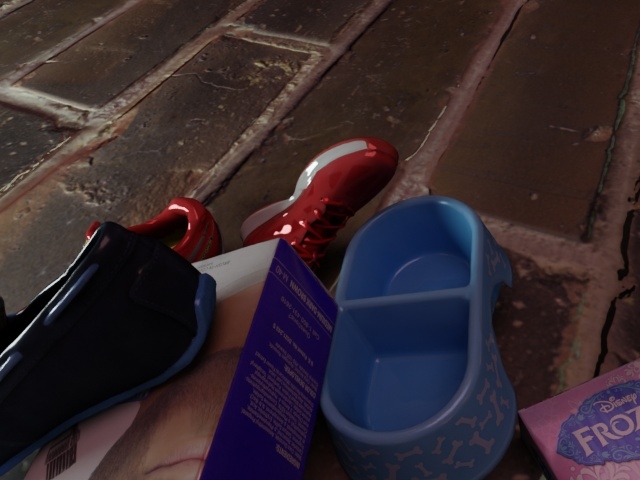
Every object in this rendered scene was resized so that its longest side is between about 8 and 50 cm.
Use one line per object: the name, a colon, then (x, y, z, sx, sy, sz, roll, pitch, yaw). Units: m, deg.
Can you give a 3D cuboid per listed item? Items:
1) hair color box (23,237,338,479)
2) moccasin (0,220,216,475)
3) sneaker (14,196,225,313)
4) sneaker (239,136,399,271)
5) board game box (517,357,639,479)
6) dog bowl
hair color box: (-0.114, 0.167, 0.412, 0.185, 0.110, 0.339, -15, 42, 29)
moccasin: (-0.239, 0.084, 0.427, 0.342, 0.117, 0.138, -32, 33, 12)
sneaker: (-0.230, 0.040, 0.578, 0.279, 0.118, 0.107, -35, 52, -25)
sneaker: (0.000, 0.000, 0.575, 0.087, 0.221, 0.128, 21, 48, -34)
board game box: (0.351, 0.196, 0.359, 0.318, 0.066, 0.318, -25, 47, 3)
dog bowl: (0.085, 0.073, 0.512, 0.165, 0.074, 0.297, -9, 42, 26)
